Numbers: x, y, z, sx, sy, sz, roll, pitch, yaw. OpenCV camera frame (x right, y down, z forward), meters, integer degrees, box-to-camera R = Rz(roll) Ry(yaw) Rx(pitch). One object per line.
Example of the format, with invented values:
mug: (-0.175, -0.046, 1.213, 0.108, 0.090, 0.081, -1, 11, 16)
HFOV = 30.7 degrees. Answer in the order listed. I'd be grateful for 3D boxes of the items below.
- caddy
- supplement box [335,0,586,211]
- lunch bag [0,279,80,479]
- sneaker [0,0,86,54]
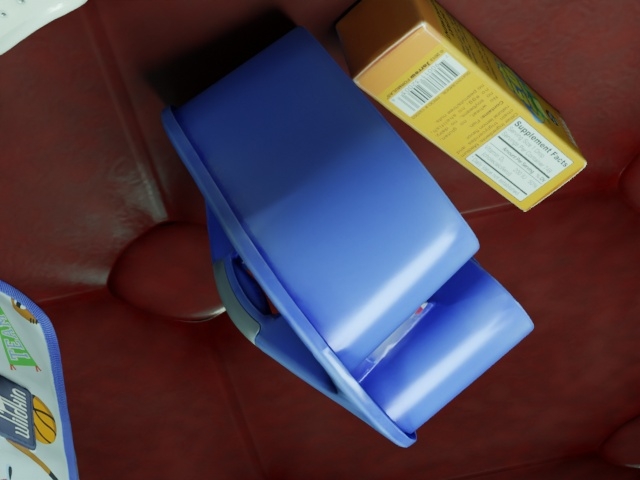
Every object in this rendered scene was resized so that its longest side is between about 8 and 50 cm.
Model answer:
caddy: (0.000, 0.000, 0.882, 0.179, 0.341, 0.241, -38, 134, 3)
supplement box: (0.119, -0.116, 0.956, 0.080, 0.078, 0.233, -37, 133, 22)
lunch bag: (-0.333, 0.226, 1.047, 0.238, 0.328, 0.386, -12, 137, -6)
sneaker: (-0.174, -0.213, 0.788, 0.258, 0.094, 0.091, -27, 155, 24)
